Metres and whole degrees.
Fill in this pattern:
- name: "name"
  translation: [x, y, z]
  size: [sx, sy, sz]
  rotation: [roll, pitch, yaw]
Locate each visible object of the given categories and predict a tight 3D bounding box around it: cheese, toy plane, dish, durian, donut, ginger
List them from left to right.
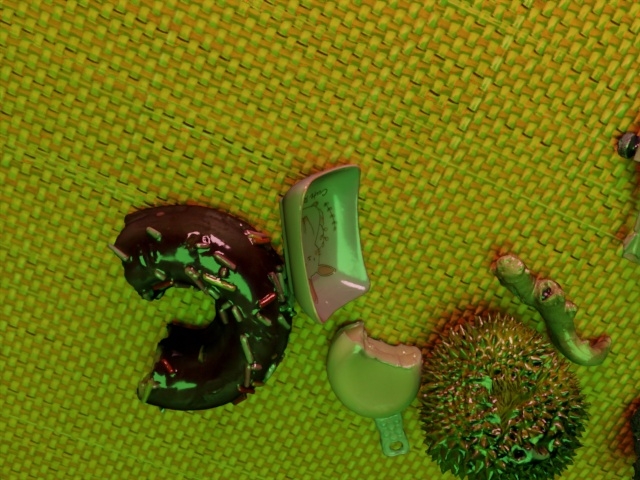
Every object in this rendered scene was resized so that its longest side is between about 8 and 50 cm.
- name: "donut"
  translation: [-0.168, 0.118, 0.935]
  size: [0.260, 0.136, 0.344]
  rotation: [1, 112, 2]
- name: "dish"
  translation: [0.000, 0.000, 0.896]
  size: [0.077, 0.151, 0.212]
  rotation: [6, 111, 35]
- name: "cheese"
  translation: [0.085, 0.262, 1.021]
  size: [0.164, 0.070, 0.248]
  rotation: [5, 111, -2]
- name: "durian"
  translation: [0.278, 0.266, 0.938]
  size: [0.292, 0.224, 0.290]
  rotation: [-3, 112, -6]
- name: "ginger"
  translation: [0.378, 0.114, 0.967]
  size: [0.288, 0.075, 0.089]
  rotation: [41, 146, -16]
- name: "toy plane"
  translation: [0.498, -0.096, 0.889]
  size: [0.108, 0.092, 0.286]
  rotation: [0, 111, -27]

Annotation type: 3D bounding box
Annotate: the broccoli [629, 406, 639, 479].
- name: "broccoli"
  translation: [0.657, 0.381, 0.983]
  size: [0.308, 0.307, 0.275]
  rotation: [-14, 148, 5]
